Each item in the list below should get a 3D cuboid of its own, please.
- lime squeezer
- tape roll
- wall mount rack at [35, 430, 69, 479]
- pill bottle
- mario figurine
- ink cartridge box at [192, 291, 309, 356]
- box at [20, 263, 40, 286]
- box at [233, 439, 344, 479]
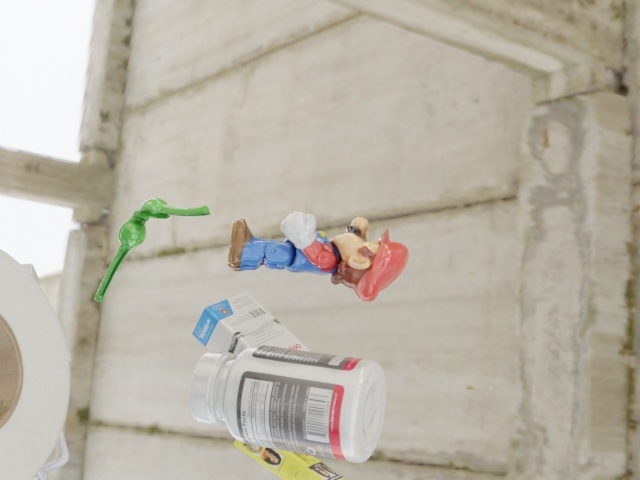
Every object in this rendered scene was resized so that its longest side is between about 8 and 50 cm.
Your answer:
[{"bbox_3d":[-0.320,-0.008,1.907,0.310,0.059,0.110,-36,-110,25],"label":"lime squeezer"},{"bbox_3d":[-0.514,0.180,1.418,0.072,0.392,0.392,-18,-114,35],"label":"tape roll"},{"bbox_3d":[-0.554,0.447,1.722,0.350,0.304,0.130,88,-24,-44],"label":"wall mount rack"},{"bbox_3d":[-0.059,0.276,1.798,0.318,0.176,0.176,6,-95,21],"label":"pill bottle"},{"bbox_3d":[0.000,0.000,1.842,0.198,0.320,0.170,-93,-169,-64],"label":"mario figurine"},{"bbox_3d":[-0.148,0.217,2.210,0.203,0.148,0.086,41,-60,20],"label":"ink cartridge box"},{"bbox_3d":[-0.579,0.135,1.859,0.091,0.130,0.171,102,-14,-66],"label":"box"},{"bbox_3d":[-0.067,0.470,2.203,0.232,0.087,0.058,30,-82,22],"label":"box"}]
